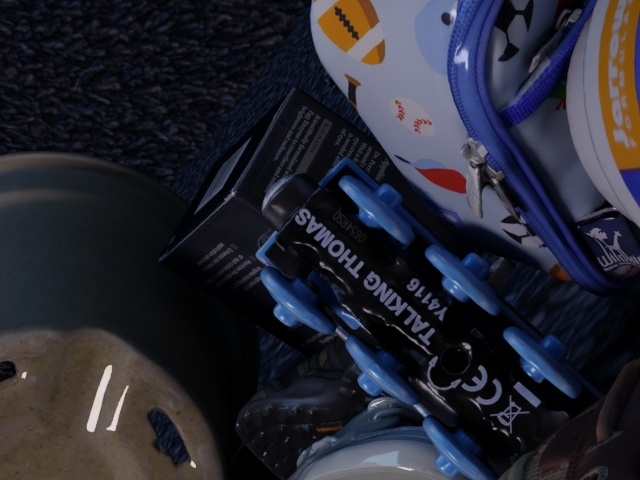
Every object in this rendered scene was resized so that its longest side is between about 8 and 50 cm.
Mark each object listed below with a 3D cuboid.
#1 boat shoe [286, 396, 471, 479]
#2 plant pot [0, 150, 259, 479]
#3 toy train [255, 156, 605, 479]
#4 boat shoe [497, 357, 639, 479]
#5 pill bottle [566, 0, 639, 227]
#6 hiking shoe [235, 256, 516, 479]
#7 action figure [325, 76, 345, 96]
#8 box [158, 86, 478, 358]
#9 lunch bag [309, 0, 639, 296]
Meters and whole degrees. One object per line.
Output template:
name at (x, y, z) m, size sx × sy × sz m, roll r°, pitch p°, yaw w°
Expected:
boat shoe at (0.025, 0.119, 0.963) m, size 0.081 × 0.079 × 0.227 m, roll -65°, pitch 10°, yaw -25°
plant pot at (-0.186, 0.128, 1.292) m, size 0.334 × 0.333 × 0.305 m, roll -55°, pitch 15°, yaw 5°
toy train at (0.049, 0.038, 0.849) m, size 0.080 × 0.184 × 0.105 m, roll -48°, pitch -9°, yaw 6°
boat shoe at (0.108, 0.108, 0.499) m, size 0.123 × 0.123 × 0.342 m, roll -55°, pitch 3°, yaw 14°
pill bottle at (0.174, -0.056, 0.603) m, size 0.152 × 0.152 × 0.272 m, roll -57°, pitch 10°, yaw -8°
hiking shoe at (0.036, 0.081, 1.089) m, size 0.114 × 0.086 × 0.227 m, roll -46°, pitch 9°, yaw -34°
action figure at (0.121, -0.205, 1.355) m, size 0.276 × 0.164 × 0.141 m, roll -63°, pitch -13°, yaw 13°
box at (0.000, 0.000, 1.238) m, size 0.093 × 0.158 × 0.156 m, roll -61°, pitch 12°, yaw -25°
lunch bag at (0.131, -0.134, 0.819) m, size 0.115 × 0.243 × 0.303 m, roll 24°, pitch 73°, yaw 35°
